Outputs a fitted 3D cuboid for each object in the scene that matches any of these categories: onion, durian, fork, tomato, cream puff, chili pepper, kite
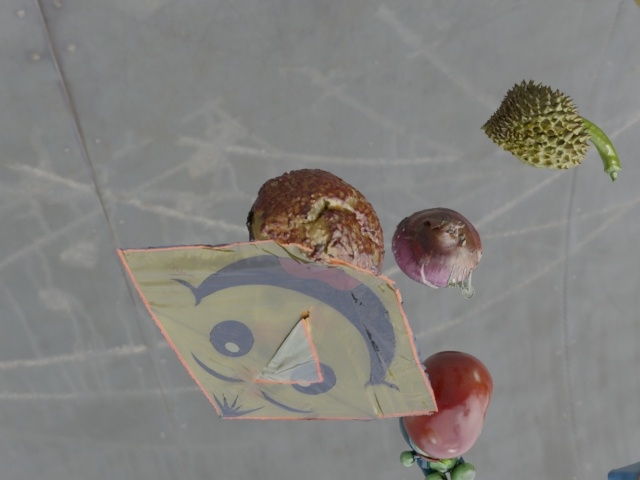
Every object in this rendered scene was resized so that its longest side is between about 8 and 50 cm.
[{"bbox_3d":[0.290,0.003,2.098,0.230,0.230,0.163,-19,153,-13],"label":"onion"},{"bbox_3d":[0.325,-0.173,1.210,0.208,0.146,0.102,-47,168,-53],"label":"durian"},{"bbox_3d":[0.188,0.063,1.133,0.034,0.028,0.219,8,171,12],"label":"fork"},{"bbox_3d":[0.223,0.289,1.523,0.136,0.195,0.195,24,142,-1],"label":"tomato"},{"bbox_3d":[0.000,-0.001,1.287,0.164,0.240,0.240,-9,170,43],"label":"cream puff"},{"bbox_3d":[0.570,-0.217,1.790,0.049,0.208,0.043,-41,172,32],"label":"chili pepper"},{"bbox_3d":[-0.049,0.112,0.891,0.377,0.013,0.327,25,135,-9],"label":"kite"}]

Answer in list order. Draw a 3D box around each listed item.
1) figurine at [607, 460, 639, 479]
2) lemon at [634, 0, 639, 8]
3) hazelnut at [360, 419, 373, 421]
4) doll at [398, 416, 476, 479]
[{"bbox_3d":[0.528,0.377,1.142,0.262,0.180,0.154,-9,149,32],"label":"figurine"},{"bbox_3d":[0.622,-0.462,1.456,0.186,0.244,0.187,1,129,1],"label":"lemon"},{"bbox_3d":[0.099,0.294,1.920,0.217,0.217,0.251,-25,172,-1],"label":"hazelnut"},{"bbox_3d":[0.300,0.489,2.194,0.198,0.186,0.322,-10,121,-15],"label":"doll"}]
